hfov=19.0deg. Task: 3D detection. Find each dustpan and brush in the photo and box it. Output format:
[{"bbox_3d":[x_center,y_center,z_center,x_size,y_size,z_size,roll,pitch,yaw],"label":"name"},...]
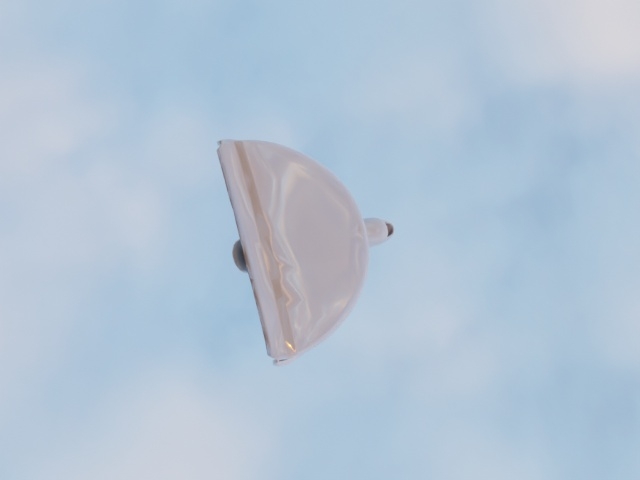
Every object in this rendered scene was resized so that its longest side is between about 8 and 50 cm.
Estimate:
[{"bbox_3d":[0.000,0.000,1.271,0.060,0.211,0.147,-17,-94,41],"label":"dustpan and brush"}]
